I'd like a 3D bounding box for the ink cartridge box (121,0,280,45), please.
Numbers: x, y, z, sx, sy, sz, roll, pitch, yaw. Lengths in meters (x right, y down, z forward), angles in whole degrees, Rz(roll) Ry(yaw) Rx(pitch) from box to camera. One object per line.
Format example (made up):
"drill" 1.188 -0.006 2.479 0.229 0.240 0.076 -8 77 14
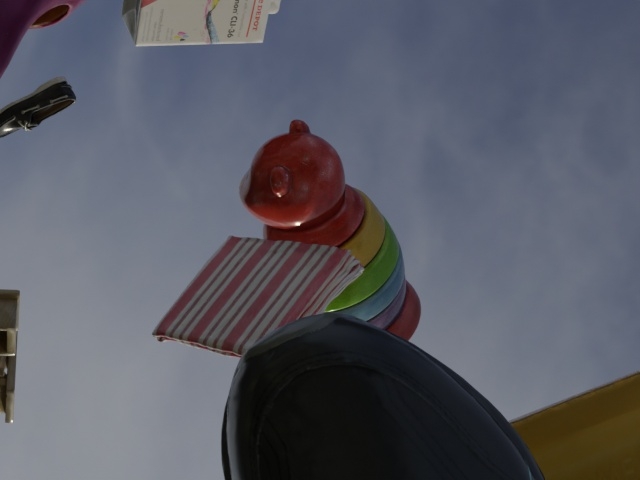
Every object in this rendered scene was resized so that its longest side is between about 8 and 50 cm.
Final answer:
"ink cartridge box" -0.120 -0.290 1.503 0.067 0.198 0.115 -119 -147 -40

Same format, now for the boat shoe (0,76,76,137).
"boat shoe" -0.378 -0.166 1.710 0.125 0.046 0.038 -32 -104 -5

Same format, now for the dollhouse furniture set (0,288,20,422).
"dollhouse furniture set" -0.396 0.094 1.307 0.161 0.182 0.101 105 -18 -44

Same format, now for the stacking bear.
"stacking bear" 0.000 0.000 1.477 0.164 0.289 0.175 2 -133 28

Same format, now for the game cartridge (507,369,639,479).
"game cartridge" 0.180 0.246 0.726 0.323 0.285 0.053 69 -20 7

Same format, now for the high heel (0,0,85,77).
"high heel" -0.204 -0.084 0.700 0.127 0.377 0.181 -5 -78 23

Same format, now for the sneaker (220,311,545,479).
"sneaker" 0.054 0.144 0.401 0.101 0.106 0.267 -28 -85 -2

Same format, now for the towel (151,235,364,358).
"towel" -0.065 0.059 1.288 0.197 0.144 0.029 7 -41 46
